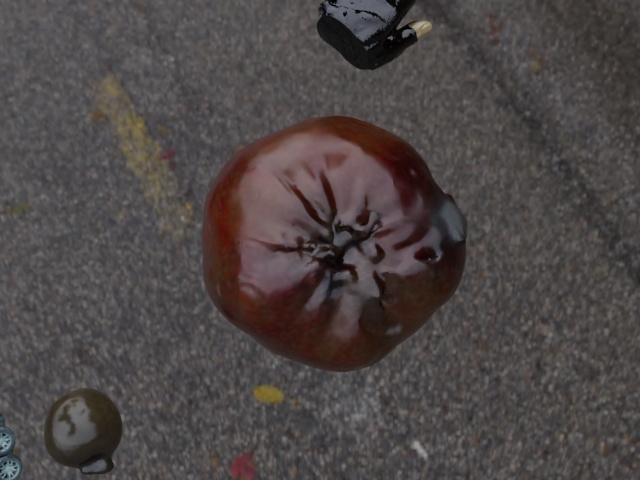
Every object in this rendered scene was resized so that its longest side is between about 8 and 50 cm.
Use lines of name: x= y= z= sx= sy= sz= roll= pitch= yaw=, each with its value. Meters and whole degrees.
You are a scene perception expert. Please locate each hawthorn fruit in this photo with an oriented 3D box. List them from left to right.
hawthorn fruit: x=0.009 y=0.005 z=1.228 sx=0.308 sy=0.325 sz=0.308 roll=-1 pitch=78 yaw=4

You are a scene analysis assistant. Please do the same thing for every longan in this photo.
longan: x=-0.314 y=0.258 z=1.405 sx=0.106 sy=0.106 sz=0.119 roll=-22 pitch=86 yaw=-17

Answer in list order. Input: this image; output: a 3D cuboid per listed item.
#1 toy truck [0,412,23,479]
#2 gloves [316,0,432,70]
toy truck: x=-0.387 y=0.191 z=1.098 sx=0.115 sy=0.177 sz=0.080 roll=-16 pitch=13 yaw=-23
gloves: x=0.090 y=-0.342 z=1.540 sx=0.129 sy=0.106 sz=0.180 roll=28 pitch=64 yaw=25
